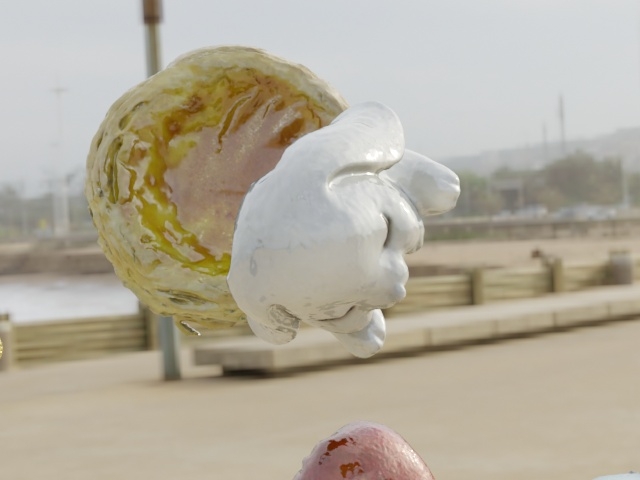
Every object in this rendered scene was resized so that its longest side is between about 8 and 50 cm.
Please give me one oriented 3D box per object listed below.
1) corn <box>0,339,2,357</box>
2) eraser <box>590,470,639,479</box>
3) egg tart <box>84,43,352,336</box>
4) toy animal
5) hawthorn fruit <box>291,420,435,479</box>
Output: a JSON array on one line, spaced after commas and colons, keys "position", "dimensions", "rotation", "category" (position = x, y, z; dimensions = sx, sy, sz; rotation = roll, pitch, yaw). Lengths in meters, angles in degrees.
[{"position": [-0.192, 0.041, 0.778], "dimensions": [0.028, 0.027, 0.083], "rotation": [-4, 31, -26], "category": "corn"}, {"position": [0.467, 0.469, 1.976], "dimensions": [0.104, 0.290, 0.189], "rotation": [-26, 6, -28], "category": "eraser"}, {"position": [-0.113, -0.062, 1.869], "dimensions": [0.388, 0.387, 0.169], "rotation": [-3, -12, -2], "category": "egg tart"}, {"position": [0.000, 0.000, 1.395], "dimensions": [0.206, 0.271, 0.265], "rotation": [31, 13, 8], "category": "toy animal"}, {"position": [0.073, 0.342, 1.843], "dimensions": [0.225, 0.196, 0.196], "rotation": [35, 8, 8], "category": "hawthorn fruit"}]
